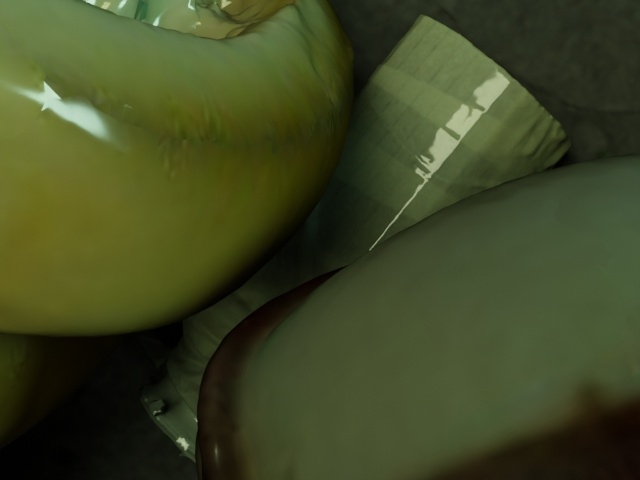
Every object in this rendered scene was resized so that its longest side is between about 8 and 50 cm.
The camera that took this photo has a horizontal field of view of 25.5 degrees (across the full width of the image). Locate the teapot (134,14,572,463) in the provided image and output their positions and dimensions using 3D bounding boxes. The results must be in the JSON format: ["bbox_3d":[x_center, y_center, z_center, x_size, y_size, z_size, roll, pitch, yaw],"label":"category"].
[{"bbox_3d":[0.000,0.000,0.594,0.200,0.077,0.107,-50,58,4],"label":"teapot"}]

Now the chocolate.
[{"bbox_3d":[0.071,0.092,0.443,0.283,0.283,0.186,-40,60,9],"label":"chocolate"}]

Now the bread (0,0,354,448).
[{"bbox_3d":[-0.169,-0.103,0.530,0.245,0.329,0.424,-39,35,11],"label":"bread"}]
